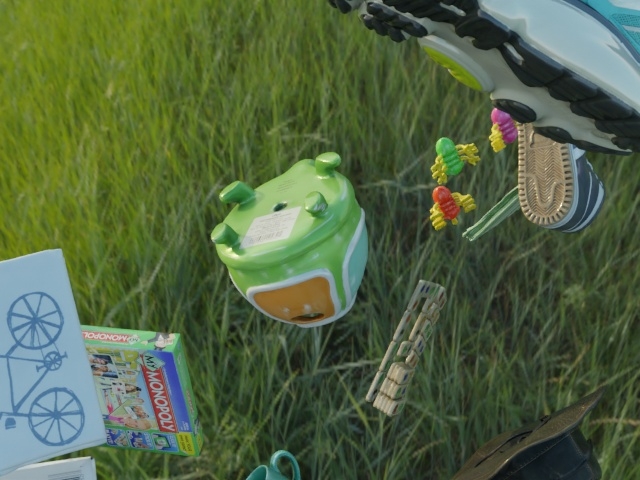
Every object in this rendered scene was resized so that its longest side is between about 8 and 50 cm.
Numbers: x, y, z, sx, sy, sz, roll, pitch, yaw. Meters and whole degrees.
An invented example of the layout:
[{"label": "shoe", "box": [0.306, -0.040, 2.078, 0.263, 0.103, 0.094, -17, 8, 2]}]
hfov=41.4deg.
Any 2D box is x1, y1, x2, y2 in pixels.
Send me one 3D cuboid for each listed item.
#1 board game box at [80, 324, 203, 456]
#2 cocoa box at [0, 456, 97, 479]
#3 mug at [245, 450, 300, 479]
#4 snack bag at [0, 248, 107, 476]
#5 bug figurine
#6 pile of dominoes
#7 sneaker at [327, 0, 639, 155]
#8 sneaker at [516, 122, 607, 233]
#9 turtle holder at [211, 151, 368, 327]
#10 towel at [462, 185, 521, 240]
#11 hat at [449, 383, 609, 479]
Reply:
[{"label": "board game box", "box": [-0.340, 0.278, 1.542, 0.213, 0.317, 0.046, 5, 43, 8]}, {"label": "cocoa box", "box": [-0.509, 0.589, 1.509, 0.231, 0.228, 0.347, -4, 69, -20]}, {"label": "mug", "box": [-0.084, 0.471, 1.507, 0.097, 0.158, 0.129, 34, 14, -13]}, {"label": "snack bag", "box": [-0.516, 0.202, 1.273, 0.342, 0.037, 0.323, -14, 90, -32]}, {"label": "bug figurine", "box": [0.306, -0.144, 1.582, 0.279, 0.216, 0.072, -29, 49, 0]}, {"label": "pile of dominoes", "box": [0.175, 0.196, 1.540, 0.040, 0.196, 0.251, 27, 96, 24]}, {"label": "sneaker", "box": [0.074, -0.146, 0.408, 0.275, 0.107, 0.110, 30, 80, -19]}, {"label": "sneaker", "box": [0.345, -0.146, 1.199, 0.099, 0.153, 0.282, 0, 79, 34]}, {"label": "turtle holder", "box": [-0.041, -0.001, 1.402, 0.243, 0.227, 0.320, -28, 27, -3]}, {"label": "towel", "box": [0.504, -0.125, 2.058, 0.325, 0.248, 0.038, -30, 77, -38]}, {"label": "hat", "box": [0.309, 0.345, 1.231, 0.331, 0.331, 0.134, -28, 77, -21]}]
